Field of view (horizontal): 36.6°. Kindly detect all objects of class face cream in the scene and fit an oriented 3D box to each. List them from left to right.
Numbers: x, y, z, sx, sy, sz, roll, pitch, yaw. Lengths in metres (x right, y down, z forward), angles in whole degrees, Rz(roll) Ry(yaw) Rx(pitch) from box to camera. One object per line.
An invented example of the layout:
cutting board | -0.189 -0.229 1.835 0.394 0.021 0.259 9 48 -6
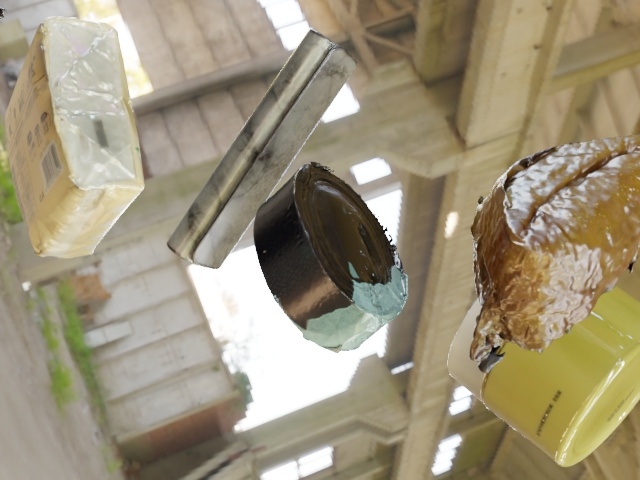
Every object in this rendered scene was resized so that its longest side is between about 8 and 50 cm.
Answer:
face cream | 0.295 0.139 1.190 0.179 0.218 0.218 39 -26 30

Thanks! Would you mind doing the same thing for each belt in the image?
belt | 0.011 0.019 0.959 0.151 0.078 0.198 26 36 -37

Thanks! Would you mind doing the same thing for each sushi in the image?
sushi | 0.217 -0.009 0.888 0.149 0.287 0.140 22 -41 34

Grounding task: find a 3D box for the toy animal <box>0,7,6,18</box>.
toy animal | -0.504 -0.335 1.337 0.116 0.218 0.179 48 -20 -14

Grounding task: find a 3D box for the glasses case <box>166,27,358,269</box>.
glasses case | -0.066 -0.103 1.134 0.060 0.299 0.114 36 6 15

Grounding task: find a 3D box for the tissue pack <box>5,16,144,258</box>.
tissue pack | -0.254 -0.095 0.980 0.222 0.090 0.186 -39 -118 59
